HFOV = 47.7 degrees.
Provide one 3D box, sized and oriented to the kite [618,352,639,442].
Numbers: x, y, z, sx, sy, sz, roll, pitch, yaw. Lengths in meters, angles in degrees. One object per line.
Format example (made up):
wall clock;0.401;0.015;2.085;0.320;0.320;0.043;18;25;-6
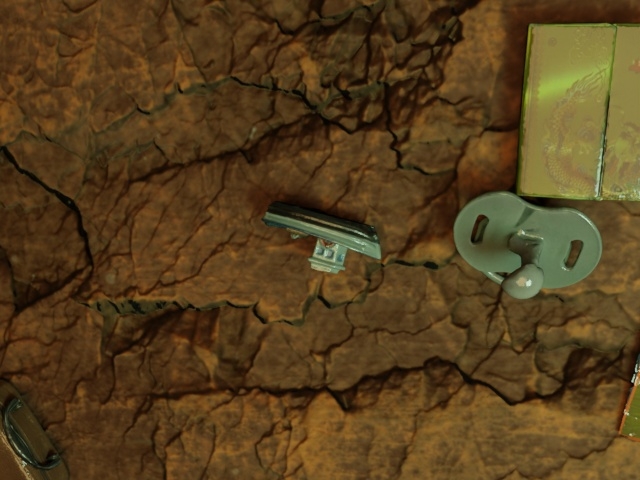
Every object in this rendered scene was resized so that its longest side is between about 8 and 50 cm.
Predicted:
kite;0.491;0.133;0.747;0.377;0.013;0.328;-32;95;19

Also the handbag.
handbag;-0.437;0.290;0.975;0.151;0.072;0.194;-26;95;17

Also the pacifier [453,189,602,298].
pacifier;0.205;0.020;0.737;0.150;0.117;0.127;19;133;4

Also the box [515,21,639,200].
box;0.354;-0.122;0.701;0.311;0.043;0.173;4;105;13

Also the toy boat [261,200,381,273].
toy boat;0.000;0.000;0.805;0.139;0.059;0.066;15;95;8
